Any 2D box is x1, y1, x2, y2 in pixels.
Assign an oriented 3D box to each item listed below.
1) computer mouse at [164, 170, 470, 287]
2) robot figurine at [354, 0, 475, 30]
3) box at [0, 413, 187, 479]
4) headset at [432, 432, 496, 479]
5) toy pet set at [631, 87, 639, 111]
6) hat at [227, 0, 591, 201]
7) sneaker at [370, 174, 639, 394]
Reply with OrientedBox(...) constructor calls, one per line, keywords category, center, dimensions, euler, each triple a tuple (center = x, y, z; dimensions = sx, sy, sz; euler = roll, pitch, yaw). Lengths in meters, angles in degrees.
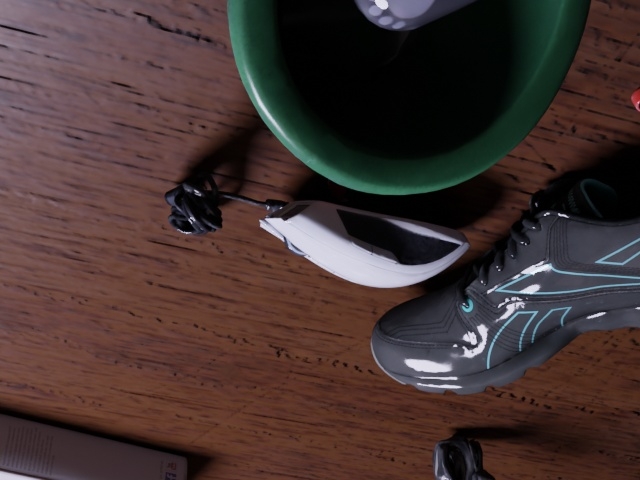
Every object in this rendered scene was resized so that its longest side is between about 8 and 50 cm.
OrientedBox(category="computer mouse", center=(0.000, 0.000, 0.662), dimensions=(0.193, 0.042, 0.106), euler=(11, 173, -16))
OrientedBox(category="robot figurine", center=(0.009, -0.197, 0.345), dimensions=(0.278, 0.173, 0.209), euler=(-19, 141, 22))
OrientedBox(category="box", center=(-0.308, 0.225, 0.956), dimensions=(0.322, 0.058, 0.232), euler=(19, 137, -21))
OrientedBox(category="headset", center=(0.239, 0.286, 1.010), dimensions=(0.243, 0.185, 0.394), euler=(-27, 149, 35))
OrientedBox(category="toy pet set", center=(0.243, -0.081, 0.571), dimensions=(0.122, 0.065, 0.114), euler=(5, 141, -7))
OrientedBox(category="hat", center=(0.013, -0.120, 0.559), dimensions=(0.173, 0.183, 0.208), euler=(20, 99, -23))
OrientedBox(category="sneaker", center=(0.144, 0.015, 0.691), dimensions=(0.267, 0.101, 0.106), euler=(-20, 115, 24))
